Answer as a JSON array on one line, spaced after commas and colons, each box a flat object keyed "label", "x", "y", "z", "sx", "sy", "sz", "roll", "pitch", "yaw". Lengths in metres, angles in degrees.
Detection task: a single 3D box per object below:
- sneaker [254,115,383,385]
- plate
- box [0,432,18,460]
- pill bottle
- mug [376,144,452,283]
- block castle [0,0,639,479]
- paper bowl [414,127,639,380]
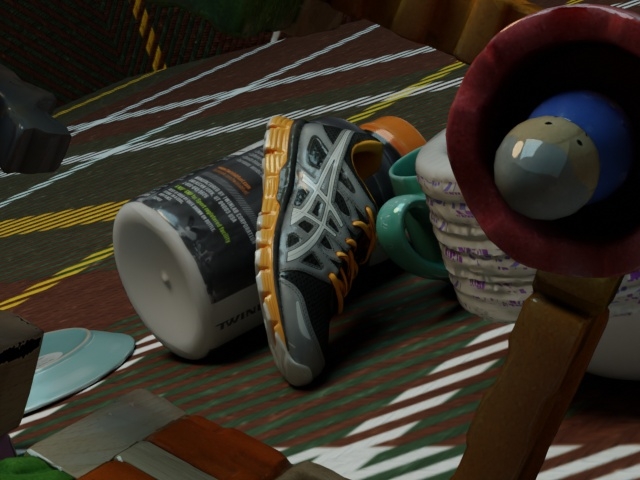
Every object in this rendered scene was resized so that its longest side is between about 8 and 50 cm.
[{"label": "sneaker", "x": 0.000, "y": 0.000, "z": 1.125, "sx": 0.083, "sy": 0.084, "sz": 0.214, "roll": 1, "pitch": 55, "yaw": 3}, {"label": "plate", "x": -0.239, "y": 0.105, "z": 1.322, "sx": 0.188, "sy": 0.024, "sz": 0.188, "roll": -18, "pitch": 11, "yaw": 4}, {"label": "box", "x": -0.240, "y": 0.200, "z": 0.689, "sx": 0.214, "sy": 0.117, "sz": 0.243, "roll": -17, "pitch": 13, "yaw": 10}, {"label": "pill bottle", "x": -0.025, "y": -0.015, "z": 1.271, "sx": 0.246, "sy": 0.130, "sz": 0.130, "roll": -26, "pitch": 14, "yaw": -30}, {"label": "mug", "x": 0.111, "y": -0.019, "z": 1.159, "sx": 0.158, "sy": 0.097, "sz": 0.129, "roll": -21, "pitch": 13, "yaw": -5}, {"label": "block castle", "x": -0.104, "y": -0.017, "z": 0.623, "sx": 0.453, "sy": 0.303, "sz": 0.213, "roll": 26, "pitch": 18, "yaw": 15}, {"label": "paper bowl", "x": 0.206, "y": -0.023, "z": 0.919, "sx": 0.284, "sy": 0.148, "sz": 0.284, "roll": -19, "pitch": 13, "yaw": 4}]
